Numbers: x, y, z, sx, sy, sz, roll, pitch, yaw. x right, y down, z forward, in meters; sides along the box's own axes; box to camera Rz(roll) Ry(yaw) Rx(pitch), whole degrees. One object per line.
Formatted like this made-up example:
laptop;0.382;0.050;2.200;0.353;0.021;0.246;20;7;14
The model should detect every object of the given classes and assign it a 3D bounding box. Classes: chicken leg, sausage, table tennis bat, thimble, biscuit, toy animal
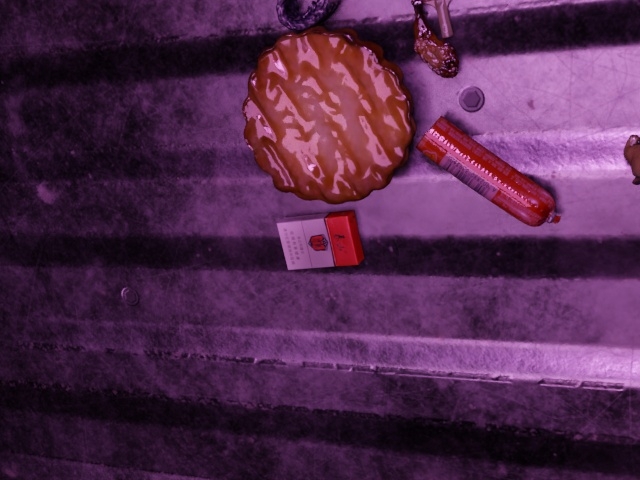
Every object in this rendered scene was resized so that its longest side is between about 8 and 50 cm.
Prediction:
chicken leg;0.187;-0.336;1.470;0.145;0.037;0.062;54;136;-2
sausage;0.295;-0.109;1.499;0.274;0.074;0.074;36;120;7
table tennis bat;0.197;-0.416;1.453;0.087;0.013;0.157;-9;105;24
thimble;-0.027;-0.418;1.516;0.104;0.066;0.095;-15;106;28
biscuit;0.016;-0.223;1.556;0.325;0.107;0.326;9;117;18
toy animal;0.551;-0.164;1.349;0.103;0.101;0.219;36;120;8

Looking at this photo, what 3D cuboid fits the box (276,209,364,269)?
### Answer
box;0.000;0.000;1.685;0.152;0.048;0.100;-4;110;27
